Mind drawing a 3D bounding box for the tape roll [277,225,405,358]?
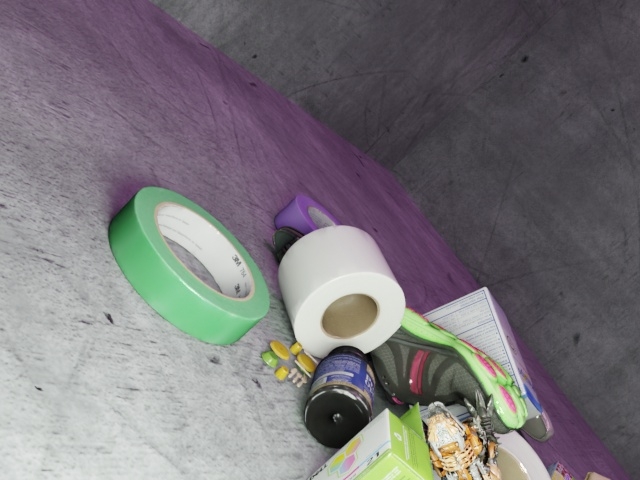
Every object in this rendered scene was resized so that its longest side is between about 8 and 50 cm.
[{"bbox_3d":[0.041,0.113,1.530,0.246,0.246,0.169,35,19,-36],"label":"tape roll"}]

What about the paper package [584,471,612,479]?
[{"bbox_3d":[0.720,0.732,1.610,0.309,0.168,0.325,22,23,19],"label":"paper package"}]

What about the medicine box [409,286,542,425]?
[{"bbox_3d":[0.336,0.303,1.672,0.149,0.263,0.289,43,27,-47],"label":"medicine box"}]

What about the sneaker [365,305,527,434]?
[{"bbox_3d":[0.245,0.294,1.540,0.185,0.202,0.482,31,-1,-39],"label":"sneaker"}]

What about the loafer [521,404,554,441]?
[{"bbox_3d":[0.632,0.529,2.335,0.111,0.112,0.319,18,24,-51],"label":"loafer"}]

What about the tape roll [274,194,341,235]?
[{"bbox_3d":[0.000,0.000,1.990,0.275,0.090,0.275,43,15,-15],"label":"tape roll"}]

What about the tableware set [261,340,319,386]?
[{"bbox_3d":[-0.060,0.235,1.381,0.104,0.024,0.154,45,16,6],"label":"tableware set"}]

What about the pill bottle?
[{"bbox_3d":[0.041,0.283,1.336,0.123,0.123,0.219,45,16,-6],"label":"pill bottle"}]

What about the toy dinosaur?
[{"bbox_3d":[0.251,0.401,1.252,0.218,0.164,0.322,-95,178,-61],"label":"toy dinosaur"}]

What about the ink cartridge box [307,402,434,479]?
[{"bbox_3d":[0.072,0.353,1.128,0.097,0.189,0.255,42,14,-10],"label":"ink cartridge box"}]

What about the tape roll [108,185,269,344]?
[{"bbox_3d":[-0.233,0.042,1.297,0.321,0.077,0.321,43,17,-16],"label":"tape roll"}]

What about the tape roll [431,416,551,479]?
[{"bbox_3d":[0.349,0.511,1.454,0.286,0.100,0.286,24,39,-22],"label":"tape roll"}]

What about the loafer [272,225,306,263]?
[{"bbox_3d":[-0.030,0.075,1.728,0.268,0.096,0.084,51,22,9],"label":"loafer"}]

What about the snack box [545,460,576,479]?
[{"bbox_3d":[0.660,0.725,1.881,0.207,0.070,0.174,49,37,5],"label":"snack box"}]
